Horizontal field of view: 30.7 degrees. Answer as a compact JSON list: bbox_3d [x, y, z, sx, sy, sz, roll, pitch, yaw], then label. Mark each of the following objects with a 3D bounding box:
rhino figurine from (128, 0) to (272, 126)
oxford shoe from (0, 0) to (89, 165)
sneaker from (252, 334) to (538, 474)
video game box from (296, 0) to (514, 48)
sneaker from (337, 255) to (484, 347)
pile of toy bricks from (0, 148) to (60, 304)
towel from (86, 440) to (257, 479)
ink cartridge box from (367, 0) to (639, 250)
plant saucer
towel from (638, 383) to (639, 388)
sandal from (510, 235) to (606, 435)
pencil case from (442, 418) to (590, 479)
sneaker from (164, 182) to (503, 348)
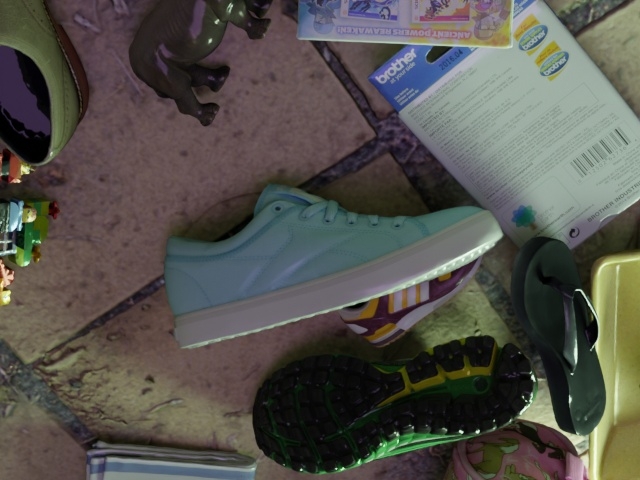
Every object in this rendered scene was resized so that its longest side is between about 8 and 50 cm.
[{"bbox_3d":[-0.098,-0.235,1.119,0.106,0.073,0.243,25,113,-21],"label":"rhino figurine"},{"bbox_3d":[-0.317,-0.227,1.068,0.123,0.130,0.348,-25,119,9],"label":"oxford shoe"},{"bbox_3d":[0.085,0.199,1.346,0.344,0.134,0.146,-9,163,16],"label":"sneaker"},{"bbox_3d":[0.083,-0.278,1.088,0.205,0.048,0.187,4,104,4],"label":"video game box"},{"bbox_3d":[0.098,0.039,1.294,0.084,0.069,0.185,40,107,-24],"label":"sneaker"},{"bbox_3d":[-0.323,-0.019,1.215,0.105,0.118,0.212,-10,116,-45],"label":"pile of toy bricks"},{"bbox_3d":[-0.202,0.372,1.473,0.209,0.034,0.285,6,120,-11],"label":"towel"},{"bbox_3d":[0.210,-0.127,1.215,0.186,0.065,0.311,-39,118,15],"label":"ink cartridge box"},{"bbox_3d":[0.470,0.122,1.369,0.333,0.081,0.332,-7,120,-1],"label":"plant saucer"},{"bbox_3d":[0.468,0.224,1.371,0.102,0.021,0.237,-29,119,17],"label":"towel"},{"bbox_3d":[0.273,0.101,1.258,0.097,0.054,0.254,-43,123,-32],"label":"sandal"},{"bbox_3d":[0.217,0.414,1.465,0.160,0.167,0.386,-8,123,-29],"label":"pencil case"},{"bbox_3d":[0.000,0.000,1.217,0.366,0.135,0.150,-17,87,8],"label":"sneaker"}]
